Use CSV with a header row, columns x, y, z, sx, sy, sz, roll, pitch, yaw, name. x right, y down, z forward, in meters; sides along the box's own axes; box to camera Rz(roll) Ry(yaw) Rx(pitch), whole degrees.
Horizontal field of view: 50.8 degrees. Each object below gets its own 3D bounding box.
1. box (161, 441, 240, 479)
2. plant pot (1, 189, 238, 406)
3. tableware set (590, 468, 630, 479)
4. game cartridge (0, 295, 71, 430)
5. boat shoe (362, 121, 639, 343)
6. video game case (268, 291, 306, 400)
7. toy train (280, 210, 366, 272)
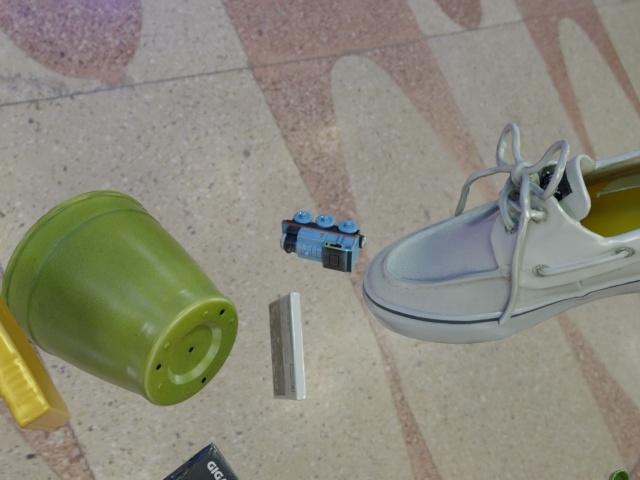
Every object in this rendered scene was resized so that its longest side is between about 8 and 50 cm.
x,y,z,sx,sy,sz,roll,pitch,yaw,name
-0.213,0.542,1.107,0.293,0.073,0.295,-34,83,-15,box
-0.365,0.138,1.336,0.353,0.367,0.366,30,38,29,plant pot
0.378,0.385,0.927,0.154,0.024,0.104,-20,100,-23,tableware set
-0.439,0.105,0.884,0.052,0.285,0.324,-31,83,-21,game cartridge
0.187,-0.021,0.521,0.156,0.367,0.136,57,32,-40,boat shoe
-0.064,0.201,1.264,0.022,0.173,0.190,-1,79,-18,video game case
0.000,0.000,1.392,0.184,0.080,0.105,12,40,13,toy train
